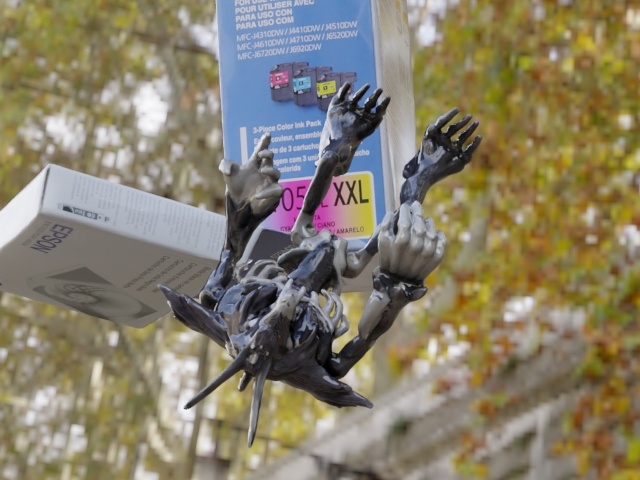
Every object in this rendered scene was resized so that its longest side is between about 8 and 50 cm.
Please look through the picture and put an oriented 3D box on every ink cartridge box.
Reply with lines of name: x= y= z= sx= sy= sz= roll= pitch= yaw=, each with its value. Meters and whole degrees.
ink cartridge box: x=-0.145 y=0.018 z=1.391 sx=0.224 sy=0.045 sz=0.223 roll=15 pitch=-20 yaw=-21
ink cartridge box: x=0.002 y=-0.160 z=1.624 sx=0.151 sy=0.395 sz=0.270 roll=-3 pitch=-9 yaw=9

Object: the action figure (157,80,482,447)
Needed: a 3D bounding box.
action figure: x=0.000 y=0.000 z=1.177 sx=0.164 sy=0.275 sz=0.141 roll=25 pitch=-39 yaw=7
